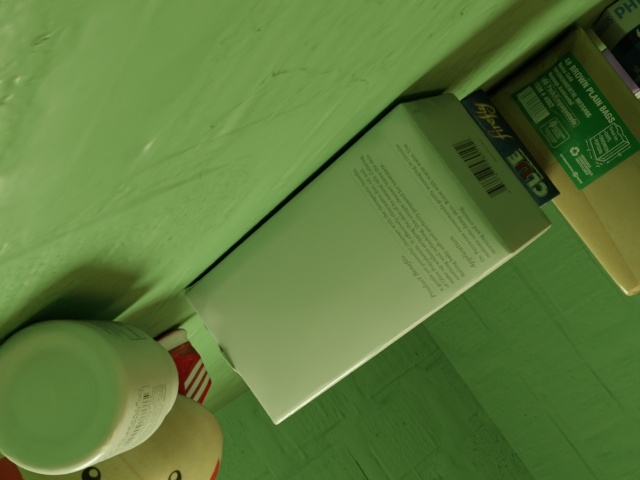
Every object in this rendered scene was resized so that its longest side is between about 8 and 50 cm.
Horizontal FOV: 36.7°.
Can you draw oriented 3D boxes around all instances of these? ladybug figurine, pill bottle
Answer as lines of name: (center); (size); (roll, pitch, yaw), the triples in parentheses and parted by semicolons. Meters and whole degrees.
ladybug figurine: (-0.283, 0.321, 1.216); (0.305, 0.162, 0.449); (5, 150, -22)
pill bottle: (-0.213, 0.141, 0.916); (0.131, 0.131, 0.229); (-36, 172, 2)

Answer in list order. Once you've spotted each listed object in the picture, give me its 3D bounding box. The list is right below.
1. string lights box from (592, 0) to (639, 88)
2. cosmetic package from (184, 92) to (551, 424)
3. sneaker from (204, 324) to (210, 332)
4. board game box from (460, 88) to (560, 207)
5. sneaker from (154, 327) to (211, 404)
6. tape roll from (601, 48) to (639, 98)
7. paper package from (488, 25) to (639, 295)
string lights box: (0.498, -0.228, 1.274); (0.133, 0.260, 0.077); (-36, 173, -4)
cosmetic package: (0.045, 0.023, 1.087); (0.365, 0.197, 0.155); (-38, 173, 31)
sneaker: (-0.114, 0.107, 1.402); (0.076, 0.065, 0.166); (-37, 172, 38)
board game box: (0.200, -0.073, 1.286); (0.042, 0.165, 0.243); (-32, 171, -24)
sneaker: (-0.242, 0.222, 1.284); (0.221, 0.128, 0.087); (-33, 172, -17)
tape roll: (0.494, -0.257, 1.723); (0.274, 0.090, 0.275); (-35, 171, -6)
paper package: (0.397, -0.106, 1.333); (0.168, 0.325, 0.309); (-37, 173, 16)
